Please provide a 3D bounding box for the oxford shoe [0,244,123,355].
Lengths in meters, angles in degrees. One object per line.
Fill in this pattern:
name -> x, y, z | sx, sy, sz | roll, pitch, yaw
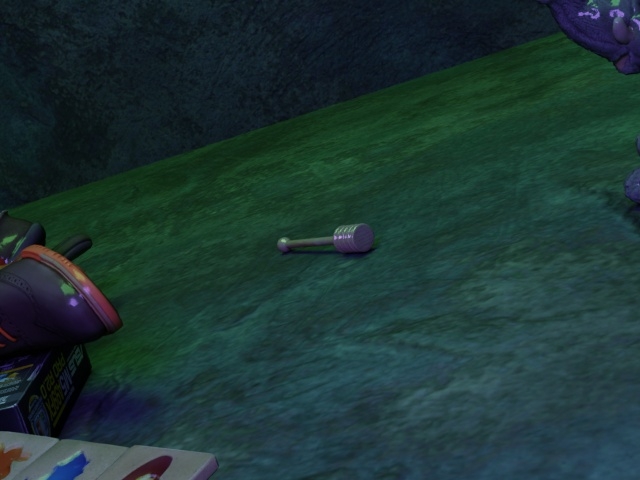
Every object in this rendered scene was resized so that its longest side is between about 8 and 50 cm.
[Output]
oxford shoe -> -0.262, 0.070, 0.780 | 0.271, 0.097, 0.098 | -5, 36, 48

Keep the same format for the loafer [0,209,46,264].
loafer -> -0.445, 0.067, 0.996 | 0.366, 0.130, 0.133 | -32, 24, 25

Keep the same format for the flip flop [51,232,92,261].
flip flop -> -0.321, 0.090, 1.030 | 0.112, 0.080, 0.277 | -33, 24, 25

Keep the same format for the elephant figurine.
elephant figurine -> 0.301, -0.155, 0.744 | 0.186, 0.239, 0.169 | -31, 17, -39

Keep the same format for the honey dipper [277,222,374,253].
honey dipper -> 0.000, 0.000, 1.019 | 0.030, 0.030, 0.161 | -29, 14, -32

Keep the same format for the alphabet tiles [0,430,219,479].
alphabet tiles -> -0.209, 0.174, 0.388 | 0.343, 0.011, 0.285 | -5, 25, 38

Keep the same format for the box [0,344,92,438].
box -> -0.353, 0.157, 0.796 | 0.270, 0.060, 0.216 | -14, 13, 0
